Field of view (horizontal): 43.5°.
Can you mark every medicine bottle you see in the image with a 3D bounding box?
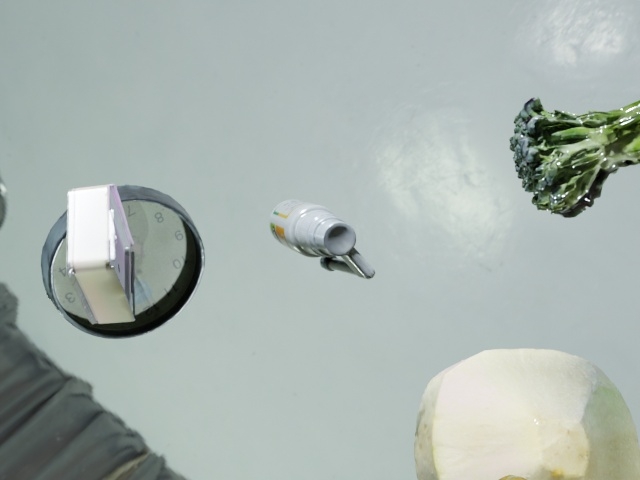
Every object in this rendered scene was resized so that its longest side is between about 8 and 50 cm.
[{"bbox_3d":[0.000,0.000,0.928,0.092,0.061,0.221,50,172,-14],"label":"medicine bottle"}]

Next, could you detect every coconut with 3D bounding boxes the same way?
[{"bbox_3d":[0.228,0.237,0.883,0.259,0.259,0.259,14,122,24],"label":"coconut"}]

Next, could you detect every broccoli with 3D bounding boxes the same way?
[{"bbox_3d":[0.398,-0.149,1.041,0.304,0.164,0.145,-22,146,18],"label":"broccoli"}]

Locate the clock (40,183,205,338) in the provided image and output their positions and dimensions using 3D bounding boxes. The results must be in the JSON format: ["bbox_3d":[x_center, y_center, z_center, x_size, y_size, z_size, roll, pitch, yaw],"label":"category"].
[{"bbox_3d":[-0.334,0.043,1.384,0.055,0.281,0.280,40,141,54],"label":"clock"}]

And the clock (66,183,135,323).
[{"bbox_3d":[-0.325,0.024,1.203,0.071,0.146,0.192,-5,151,-6],"label":"clock"}]

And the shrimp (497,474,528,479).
[{"bbox_3d":[0.108,0.297,0.570,0.051,0.261,0.198,21,168,5],"label":"shrimp"}]
